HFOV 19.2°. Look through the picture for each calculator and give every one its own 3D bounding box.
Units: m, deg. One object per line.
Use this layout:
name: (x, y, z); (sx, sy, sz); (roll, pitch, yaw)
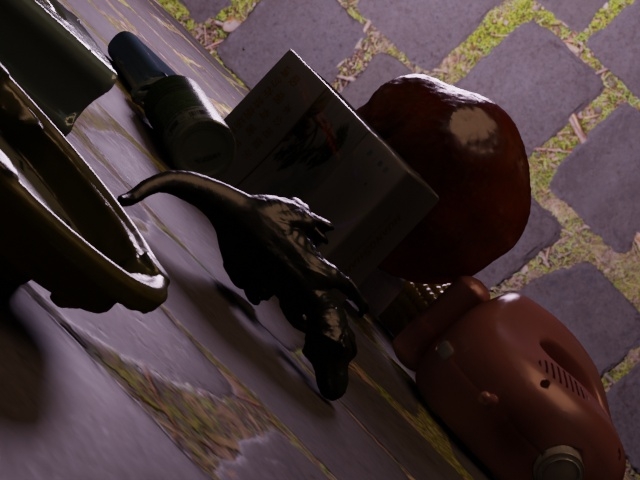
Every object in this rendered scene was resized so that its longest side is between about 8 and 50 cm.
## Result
calculator: (-0.160, -0.152, 1.968); (0.121, 0.039, 0.210); (44, 4, -29)

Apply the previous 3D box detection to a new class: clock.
clock: (-0.163, -0.044, 0.854); (0.237, 0.057, 0.237); (47, 4, -4)
clock: (0.203, 0.161, 1.800); (0.227, 0.142, 0.241); (43, 8, -21)

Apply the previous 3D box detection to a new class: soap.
soap: (-0.232, -0.163, 1.241); (0.198, 0.066, 0.119); (42, 7, -36)

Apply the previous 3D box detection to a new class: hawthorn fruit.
hawthorn fruit: (0.121, -0.052, 1.909); (0.253, 0.205, 0.205); (21, 22, -49)

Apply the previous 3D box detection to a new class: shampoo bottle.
shampoo bottle: (-0.129, -0.112, 1.759); (0.065, 0.065, 0.204); (43, 5, -25)

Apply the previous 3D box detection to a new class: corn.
corn: (0.080, 0.040, 2.079); (0.097, 0.097, 0.320); (41, 8, -44)

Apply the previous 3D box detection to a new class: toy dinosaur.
toy dinosaur: (-0.032, 0.015, 1.307); (0.187, 0.087, 0.179); (45, 3, 18)

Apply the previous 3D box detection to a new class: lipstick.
lipstick: (-0.001, 0.001, 1.951); (0.186, 0.057, 0.063); (39, 12, -6)

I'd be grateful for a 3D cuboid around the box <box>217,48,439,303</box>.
box: (-0.009, -0.060, 1.791); (0.067, 0.149, 0.233); (34, 11, -46)
